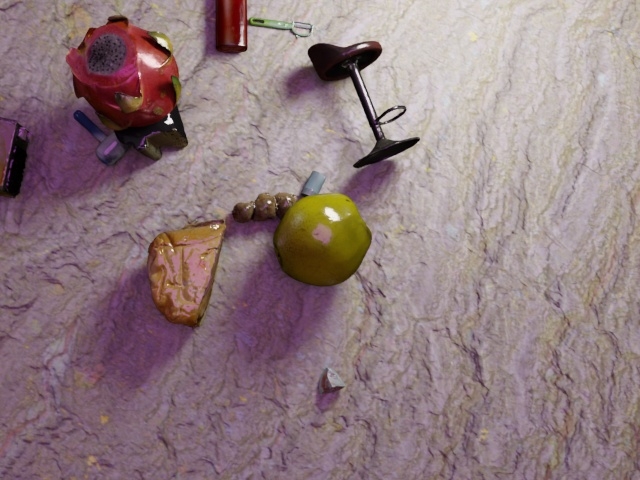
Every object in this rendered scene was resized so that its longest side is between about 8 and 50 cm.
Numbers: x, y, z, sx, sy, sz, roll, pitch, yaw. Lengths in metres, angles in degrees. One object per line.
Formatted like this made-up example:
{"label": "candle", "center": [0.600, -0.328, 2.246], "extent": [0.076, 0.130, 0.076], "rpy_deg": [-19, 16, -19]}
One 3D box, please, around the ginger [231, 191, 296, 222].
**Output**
{"label": "ginger", "center": [-0.172, -0.097, 1.796], "extent": [0.204, 0.080, 0.104], "rpy_deg": [-3, 90, -11]}

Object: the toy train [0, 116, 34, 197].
{"label": "toy train", "center": [-0.946, -0.240, 1.660], "extent": [0.177, 0.134, 0.261], "rpy_deg": [10, 83, -8]}

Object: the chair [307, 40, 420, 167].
{"label": "chair", "center": [0.131, -0.450, 1.809], "extent": [0.226, 0.226, 0.401], "rpy_deg": [-22, 88, -11]}

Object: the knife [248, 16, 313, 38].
{"label": "knife", "center": [-0.129, -0.694, 1.898], "extent": [0.212, 0.015, 0.054], "rpy_deg": [6, 91, -9]}

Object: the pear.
{"label": "pear", "center": [0.000, 0.000, 1.721], "extent": [0.294, 0.294, 0.294], "rpy_deg": [1, 84, -9]}

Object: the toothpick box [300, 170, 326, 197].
{"label": "toothpick box", "center": [-0.022, -0.172, 1.841], "extent": [0.052, 0.052, 0.083], "rpy_deg": [28, 80, -5]}

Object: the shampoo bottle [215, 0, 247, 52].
{"label": "shampoo bottle", "center": [-0.283, -0.733, 1.852], "extent": [0.102, 0.064, 0.260], "rpy_deg": [0, 84, -5]}

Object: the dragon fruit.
{"label": "dragon fruit", "center": [-0.519, -0.450, 1.533], "extent": [0.290, 0.189, 0.291], "rpy_deg": [0, 87, -1]}

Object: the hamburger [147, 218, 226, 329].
{"label": "hamburger", "center": [-0.406, 0.076, 1.701], "extent": [0.209, 0.162, 0.330], "rpy_deg": [16, 84, -5]}

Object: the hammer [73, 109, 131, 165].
{"label": "hammer", "center": [-0.666, -0.323, 1.751], "extent": [0.194, 0.069, 0.116], "rpy_deg": [42, 81, 2]}

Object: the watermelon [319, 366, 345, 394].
{"label": "watermelon", "center": [0.032, 0.432, 1.783], "extent": [0.085, 0.061, 0.085], "rpy_deg": [-1, 94, -11]}

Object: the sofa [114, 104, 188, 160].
{"label": "sofa", "center": [-0.525, -0.375, 1.721], "extent": [0.182, 0.200, 0.258], "rpy_deg": [-18, 88, 1]}
